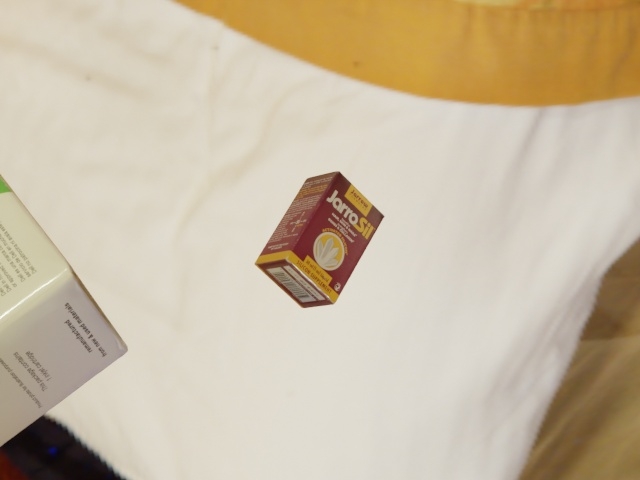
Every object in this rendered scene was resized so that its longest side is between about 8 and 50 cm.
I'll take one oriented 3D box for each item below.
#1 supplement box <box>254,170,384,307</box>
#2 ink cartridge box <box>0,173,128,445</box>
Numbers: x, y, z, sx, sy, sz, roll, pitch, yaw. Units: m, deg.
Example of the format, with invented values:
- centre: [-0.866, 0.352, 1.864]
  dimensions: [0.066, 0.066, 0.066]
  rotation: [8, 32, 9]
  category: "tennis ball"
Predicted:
- centre: [0.000, 0.000, 1.072]
  dimensions: [0.055, 0.083, 0.043]
  rotation: [42, 151, -24]
  category: "supplement box"
- centre: [-0.235, 0.057, 0.807]
  dimensions: [0.153, 0.208, 0.087]
  rotation: [47, 169, 37]
  category: "ink cartridge box"
